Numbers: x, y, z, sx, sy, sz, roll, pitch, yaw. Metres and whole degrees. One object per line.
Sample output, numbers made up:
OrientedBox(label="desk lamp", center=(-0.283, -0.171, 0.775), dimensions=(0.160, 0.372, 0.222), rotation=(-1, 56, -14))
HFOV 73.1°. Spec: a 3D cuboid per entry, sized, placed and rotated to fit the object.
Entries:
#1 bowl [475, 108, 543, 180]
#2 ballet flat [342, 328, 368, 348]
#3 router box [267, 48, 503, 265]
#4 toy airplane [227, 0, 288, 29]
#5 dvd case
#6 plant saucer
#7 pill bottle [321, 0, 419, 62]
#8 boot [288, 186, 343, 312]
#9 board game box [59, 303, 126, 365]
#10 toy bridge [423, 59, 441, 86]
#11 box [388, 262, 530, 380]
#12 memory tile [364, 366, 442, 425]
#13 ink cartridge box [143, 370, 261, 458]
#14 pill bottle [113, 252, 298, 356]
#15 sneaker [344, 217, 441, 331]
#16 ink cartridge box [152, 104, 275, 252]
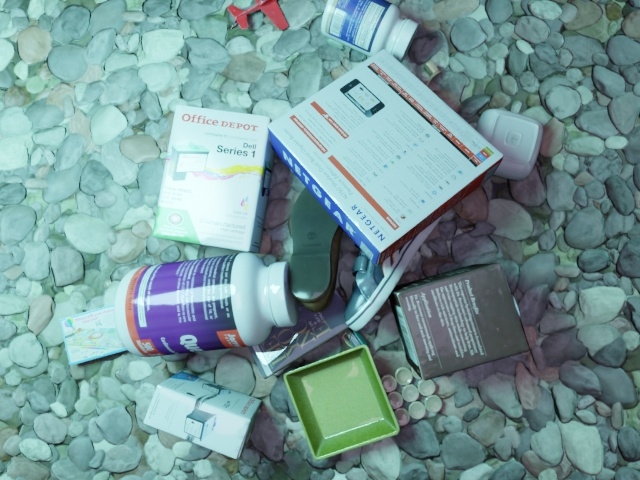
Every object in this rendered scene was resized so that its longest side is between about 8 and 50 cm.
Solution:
OrientedBox(label="bowl", center=(0.403, -0.211, 0.925), dimensions=(0.142, 0.053, 0.142), rotation=(17, 85, 2))
OrientedBox(label="ballet flat", center=(0.057, 0.189, 0.917), dimensions=(0.041, 0.041, 0.114), rotation=(-31, 84, 0))
OrientedBox(label="router box", center=(0.115, -0.173, 0.835), dimensions=(0.301, 0.082, 0.335), rotation=(-36, 72, -11))
OrientedBox(label="toy airplane", center=(-0.144, -0.530, 0.977), dimensions=(0.151, 0.028, 0.151), rotation=(0, 84, 3))
OrientedBox(label="dvd case", center=(-0.061, 0.160, 0.909), dimensions=(0.221, 0.018, 0.164), rotation=(-32, 69, 0))
OrientedBox(label="plant saucer", center=(0.044, 0.330, 0.895), dimensions=(0.188, 0.045, 0.188), rotation=(-22, 85, 7))
OrientedBox(label="pill bottle", center=(0.107, -0.458, 0.922), dimensions=(0.187, 0.112, 0.112), rotation=(26, 87, 3))
OrientedBox(label="boot", center=(0.000, 0.000, 0.895), dimensions=(0.112, 0.115, 0.305), rotation=(2, 61, 15))
OrientedBox(label="board game box", center=(-0.476, 0.199, 0.938), dimensions=(0.154, 0.026, 0.103), rotation=(-15, 86, 1))
OrientedBox(label="toy bridge", center=(0.188, -0.321, 0.952), dimensions=(0.188, 0.026, 0.063), rotation=(-35, 87, -1))
OrientedBox(label="box", center=(0.255, 0.150, 0.847), dimensions=(0.203, 0.167, 0.168), rotation=(-16, 85, 1))
OrientedBox(label="memory tile", center=(0.173, 0.330, 0.915), dimensions=(0.148, 0.012, 0.113), rotation=(-22, 86, 1))
OrientedBox(label="ink cartridge box", center=(-0.227, 0.343, 0.863), dimensions=(0.191, 0.139, 0.082), rotation=(18, 85, 2))
OrientedBox(label="pill bottle", center=(-0.213, 0.123, 0.844), dimensions=(0.323, 0.181, 0.181), rotation=(-8, 86, 8))
OrientedBox(label="sneaker", center=(0.119, 0.024, 0.879), dimensions=(0.127, 0.126, 0.321), rotation=(36, 73, 2))
OrientedBox(label="ink cartridge box", center=(-0.213, -0.124, 0.906), dimensions=(0.201, 0.117, 0.278), rotation=(8, 86, 2))
